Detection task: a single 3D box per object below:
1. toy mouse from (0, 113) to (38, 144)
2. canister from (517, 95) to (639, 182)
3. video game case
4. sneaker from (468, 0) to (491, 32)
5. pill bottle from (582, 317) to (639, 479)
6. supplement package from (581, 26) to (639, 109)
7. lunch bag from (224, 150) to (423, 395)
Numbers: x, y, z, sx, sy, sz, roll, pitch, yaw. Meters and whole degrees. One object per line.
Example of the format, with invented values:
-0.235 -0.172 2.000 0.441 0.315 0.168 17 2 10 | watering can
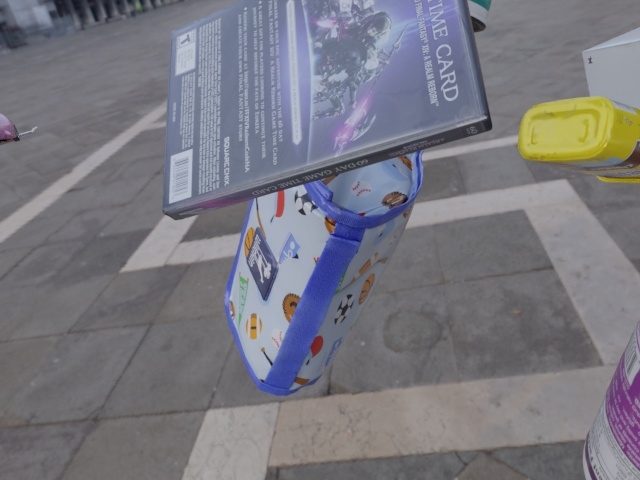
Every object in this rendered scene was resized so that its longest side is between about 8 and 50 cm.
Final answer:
-0.295 -0.077 0.440 0.161 0.031 0.143 -28 14 -34 | toy mouse
0.328 -0.111 0.651 0.169 0.073 0.126 6 3 -30 | canister
-0.014 -0.139 0.472 0.274 0.026 0.196 -13 66 22 | video game case
0.156 -0.445 0.845 0.295 0.179 0.123 11 5 -34 | sneaker
0.339 0.184 0.511 0.169 0.302 0.169 -1 37 1 | pill bottle
0.532 -0.241 0.812 0.203 0.149 0.194 -26 18 -18 | supplement package
0.000 0.000 0.881 0.238 0.328 0.385 21 31 -4 | lunch bag
